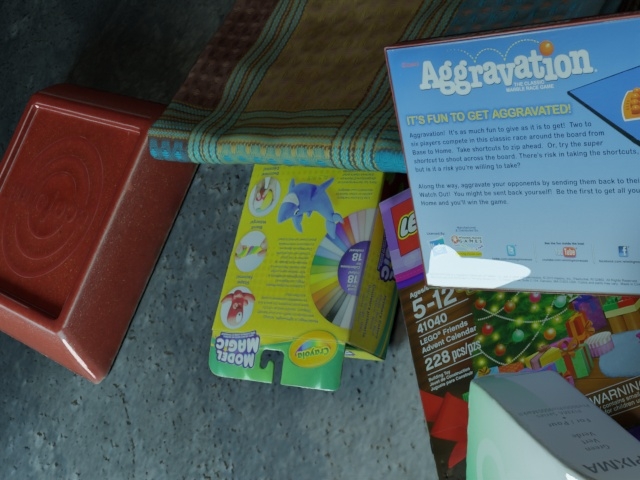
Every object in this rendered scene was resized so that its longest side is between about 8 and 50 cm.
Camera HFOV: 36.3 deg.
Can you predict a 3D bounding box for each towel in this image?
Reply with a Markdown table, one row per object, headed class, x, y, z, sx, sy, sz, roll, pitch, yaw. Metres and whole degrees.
| class | x | y | z | sx | sy | sz | roll | pitch | yaw |
| --- | --- | --- | --- | --- | --- | --- | --- | --- | --- |
| towel | 0.055 | -0.161 | 0.701 | 0.370 | 0.040 | 0.271 | 6 | 59 | 41 |

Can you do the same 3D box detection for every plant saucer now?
| class | x | y | z | sx | sy | sz | roll | pitch | yaw |
| --- | --- | --- | --- | --- | --- | --- | --- | --- | --- |
| plant saucer | -0.243 | -0.027 | 0.920 | 0.258 | 0.048 | 0.259 | 17 | 83 | 42 |

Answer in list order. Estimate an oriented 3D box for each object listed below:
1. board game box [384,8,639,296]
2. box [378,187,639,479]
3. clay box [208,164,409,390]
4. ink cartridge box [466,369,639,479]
| class | x | y | z | sx | sy | sz | roll | pitch | yaw |
| --- | --- | --- | --- | --- | --- | --- | --- | --- | --- |
| board game box | 0.168 | -0.042 | 0.481 | 0.281 | 0.027 | 0.145 | 1 | 111 | 36 |
| box | 0.183 | 0.010 | 0.560 | 0.293 | 0.057 | 0.200 | -27 | 56 | 26 |
| clay box | 0.000 | 0.000 | 0.712 | 0.128 | 0.053 | 0.222 | 1 | 72 | 39 |
| ink cartridge box | 0.130 | 0.184 | 0.420 | 0.224 | 0.056 | 0.180 | -131 | 38 | -65 |
